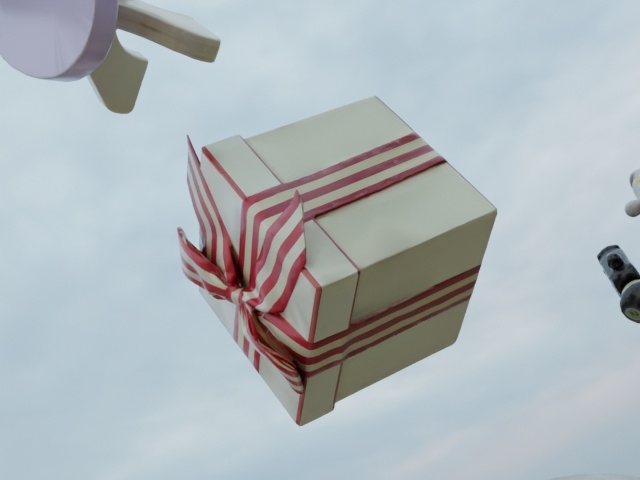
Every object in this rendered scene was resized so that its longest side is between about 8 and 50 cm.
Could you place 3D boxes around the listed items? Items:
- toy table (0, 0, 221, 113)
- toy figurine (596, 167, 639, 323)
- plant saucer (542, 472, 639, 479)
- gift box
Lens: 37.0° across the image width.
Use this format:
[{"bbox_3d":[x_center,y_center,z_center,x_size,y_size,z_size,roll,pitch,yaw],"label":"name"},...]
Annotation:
[{"bbox_3d":[-0.235,-0.260,0.999,0.160,0.274,0.252,1,-48,-44],"label":"toy table"},{"bbox_3d":[0.489,0.011,1.249,0.213,0.148,0.210,12,-67,-7],"label":"toy figurine"},{"bbox_3d":[0.252,0.399,0.784,0.400,0.401,0.100,-36,-34,25],"label":"plant saucer"},{"bbox_3d":[0.000,0.000,1.017,0.258,0.255,0.276,-23,-42,-26],"label":"gift box"}]
